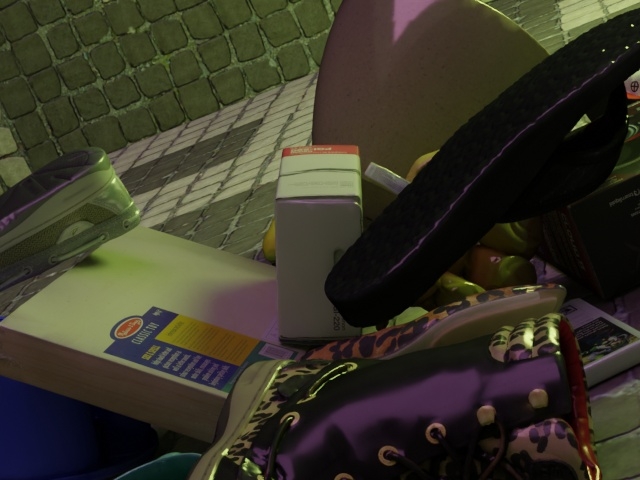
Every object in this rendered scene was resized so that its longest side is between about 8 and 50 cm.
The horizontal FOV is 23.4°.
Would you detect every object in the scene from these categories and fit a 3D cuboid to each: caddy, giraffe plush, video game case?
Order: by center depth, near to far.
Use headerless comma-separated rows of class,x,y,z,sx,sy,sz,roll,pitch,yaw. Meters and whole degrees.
video game case,0.188,0.117,1.417,0.190,0.022,0.173,-24,14,-7
giraffe plush,0.113,0.024,1.638,0.181,0.210,0.170,-41,-11,-27
caddy,-0.338,0.191,1.652,0.341,0.179,0.241,0,9,26

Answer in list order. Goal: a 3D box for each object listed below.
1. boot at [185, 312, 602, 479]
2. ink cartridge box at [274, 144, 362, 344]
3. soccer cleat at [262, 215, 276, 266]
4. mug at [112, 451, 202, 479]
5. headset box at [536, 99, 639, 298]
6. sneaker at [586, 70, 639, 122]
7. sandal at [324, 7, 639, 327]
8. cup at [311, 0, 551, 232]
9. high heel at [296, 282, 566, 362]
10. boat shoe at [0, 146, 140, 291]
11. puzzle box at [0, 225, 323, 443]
boot,0.057,0.186,1.139,0.284,0.138,0.377,-14,22,15
ink cartridge box,0.000,0.000,1.633,0.092,0.158,0.218,-1,17,-1
soccer cleat,-0.022,-0.056,2.169,0.093,0.121,0.289,-15,17,28
mug,-0.123,0.245,1.284,0.129,0.097,0.158,-10,19,45
headset box,0.334,-0.053,1.618,0.218,0.110,0.293,-25,14,-4
sneaker,0.452,-0.196,2.007,0.145,0.090,0.270,-26,18,-14
sandal,0.189,-0.063,1.514,0.446,0.107,0.167,-44,19,-12
cup,0.120,-0.128,1.929,0.331,0.331,0.237,-3,53,54
high heel,0.090,0.089,1.417,0.261,0.093,0.186,-32,21,-1
boat shoe,-0.342,0.025,1.632,0.320,0.103,0.118,-36,27,-11
puzzle box,-0.142,0.089,1.610,0.272,0.052,0.409,18,17,7
